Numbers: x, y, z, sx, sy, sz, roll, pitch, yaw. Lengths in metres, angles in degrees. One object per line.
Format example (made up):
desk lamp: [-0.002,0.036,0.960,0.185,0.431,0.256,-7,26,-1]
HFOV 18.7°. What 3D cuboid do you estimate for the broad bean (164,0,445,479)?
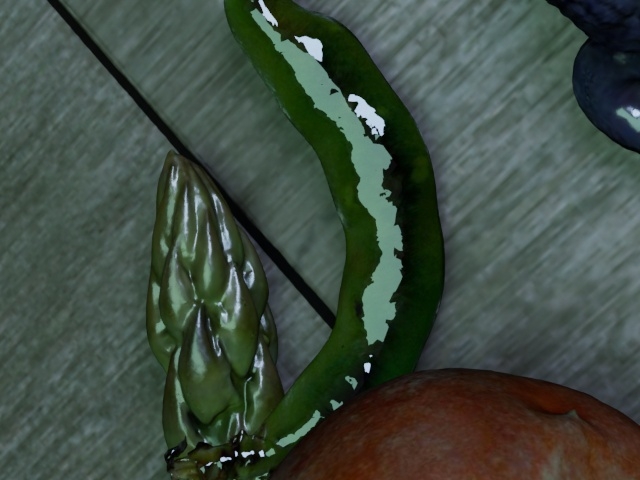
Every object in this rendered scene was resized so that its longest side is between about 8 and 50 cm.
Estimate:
broad bean: [0.000,0.000,1.071,0.144,0.049,0.292,7,91,-8]

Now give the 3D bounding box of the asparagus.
asparagus: [-0.057,0.088,1.124,0.080,0.080,0.287,-7,97,24]

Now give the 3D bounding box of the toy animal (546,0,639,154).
toy animal: [0.181,-0.170,0.935,0.185,0.122,0.298,-10,122,30]

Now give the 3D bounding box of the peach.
peach: [0.077,0.183,0.996,0.252,0.252,0.252,5,103,22]
